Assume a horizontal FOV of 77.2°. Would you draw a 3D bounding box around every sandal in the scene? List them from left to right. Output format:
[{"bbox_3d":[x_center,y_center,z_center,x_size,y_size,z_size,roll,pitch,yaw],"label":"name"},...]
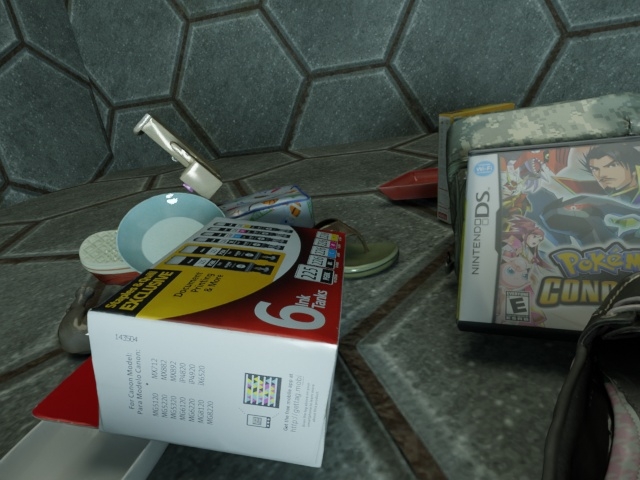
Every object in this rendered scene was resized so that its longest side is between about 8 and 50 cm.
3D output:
[{"bbox_3d":[-0.002,0.000,0.758,0.303,0.086,0.120,10,24,7],"label":"sandal"}]

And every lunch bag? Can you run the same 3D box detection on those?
[{"bbox_3d":[-0.160,-0.047,0.959,0.303,0.115,0.243,-14,19,-12],"label":"lunch bag"},{"bbox_3d":[0.352,-0.055,0.622,0.305,0.212,0.256,-2,65,20],"label":"lunch bag"}]

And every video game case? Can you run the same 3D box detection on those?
[{"bbox_3d":[0.305,-0.008,0.455,0.275,0.035,0.248,0,63,27],"label":"video game case"}]

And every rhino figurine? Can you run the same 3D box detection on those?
[{"bbox_3d":[-0.285,0.113,0.630,0.243,0.073,0.106,-12,40,-10],"label":"rhino figurine"}]

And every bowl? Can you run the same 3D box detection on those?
[{"bbox_3d":[-0.218,0.208,0.385,0.142,0.053,0.142,-3,21,14],"label":"bowl"}]

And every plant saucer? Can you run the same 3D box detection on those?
[{"bbox_3d":[-0.266,-0.005,0.738,0.195,0.037,0.195,5,54,-7],"label":"plant saucer"},{"bbox_3d":[0.329,-0.163,1.117,0.258,0.047,0.259,0,19,34],"label":"plant saucer"}]

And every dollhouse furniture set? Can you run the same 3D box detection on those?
[{"bbox_3d":[-0.398,-0.098,0.894,0.303,0.198,0.286,-49,22,1],"label":"dollhouse furniture set"}]

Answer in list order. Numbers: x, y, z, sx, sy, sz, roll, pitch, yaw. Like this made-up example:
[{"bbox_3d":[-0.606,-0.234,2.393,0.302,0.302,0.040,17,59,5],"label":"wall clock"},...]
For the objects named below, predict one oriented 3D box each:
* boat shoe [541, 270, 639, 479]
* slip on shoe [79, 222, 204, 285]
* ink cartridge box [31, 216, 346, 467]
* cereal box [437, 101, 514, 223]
[{"bbox_3d":[0.225,0.111,0.267,0.112,0.095,0.335,-12,28,48],"label":"boat shoe"},{"bbox_3d":[-0.281,0.039,0.789,0.331,0.101,0.123,-1,53,-10],"label":"slip on shoe"},{"bbox_3d":[-0.113,0.076,0.473,0.272,0.130,0.309,7,18,2],"label":"ink cartridge box"},{"bbox_3d":[0.343,-0.171,0.893,0.173,0.240,0.047,-17,26,-19],"label":"cereal box"}]
